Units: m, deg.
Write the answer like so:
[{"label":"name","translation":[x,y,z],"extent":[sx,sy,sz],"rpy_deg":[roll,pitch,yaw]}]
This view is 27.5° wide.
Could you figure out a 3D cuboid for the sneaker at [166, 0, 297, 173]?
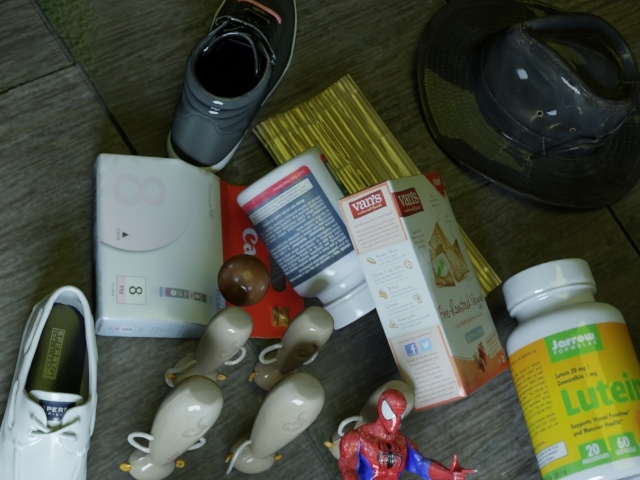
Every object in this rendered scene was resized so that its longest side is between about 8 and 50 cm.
[{"label":"sneaker","translation":[-0.079,-0.221,1.466],"extent":[0.104,0.147,0.296],"rpy_deg":[25,59,-5]}]

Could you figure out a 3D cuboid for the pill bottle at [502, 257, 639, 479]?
[{"label":"pill bottle","translation":[0.280,0.150,1.429],"extent":[0.136,0.136,0.246],"rpy_deg":[-6,69,-22]}]

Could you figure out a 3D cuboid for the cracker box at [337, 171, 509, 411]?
[{"label":"cracker box","translation":[0.112,0.048,1.378],"extent":[0.155,0.067,0.232],"rpy_deg":[-16,84,-65]}]

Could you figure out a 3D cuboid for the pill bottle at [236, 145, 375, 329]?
[{"label":"pill bottle","translation":[0.000,0.000,1.409],"extent":[0.108,0.108,0.180],"rpy_deg":[-33,91,-29]}]

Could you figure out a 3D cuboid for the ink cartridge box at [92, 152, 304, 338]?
[{"label":"ink cartridge box","translation":[-0.126,0.008,1.397],"extent":[0.232,0.066,0.189],"rpy_deg":[2,66,-15]}]

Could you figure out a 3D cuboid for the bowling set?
[{"label":"bowling set","translation":[-0.063,0.131,1.325],"extent":[0.287,0.154,0.200],"rpy_deg":[7,49,-29]}]

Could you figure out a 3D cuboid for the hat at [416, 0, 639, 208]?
[{"label":"hat","translation":[0.287,-0.199,1.598],"extent":[0.331,0.134,0.331],"rpy_deg":[8,65,-17]}]

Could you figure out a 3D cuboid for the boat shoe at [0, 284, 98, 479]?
[{"label":"boat shoe","translation":[-0.263,0.166,1.254],"extent":[0.095,0.084,0.258],"rpy_deg":[5,65,-18]}]

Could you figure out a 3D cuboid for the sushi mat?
[{"label":"sushi mat","translation":[0.066,-0.037,1.506],"extent":[0.151,0.019,0.317],"rpy_deg":[-30,80,-30]}]

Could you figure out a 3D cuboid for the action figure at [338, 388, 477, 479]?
[{"label":"action figure","translation":[0.060,0.282,1.222],"extent":[0.091,0.139,0.281],"rpy_deg":[9,90,-24]}]
